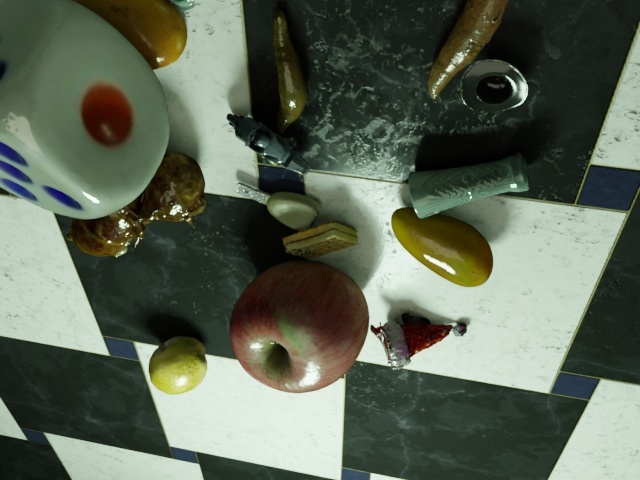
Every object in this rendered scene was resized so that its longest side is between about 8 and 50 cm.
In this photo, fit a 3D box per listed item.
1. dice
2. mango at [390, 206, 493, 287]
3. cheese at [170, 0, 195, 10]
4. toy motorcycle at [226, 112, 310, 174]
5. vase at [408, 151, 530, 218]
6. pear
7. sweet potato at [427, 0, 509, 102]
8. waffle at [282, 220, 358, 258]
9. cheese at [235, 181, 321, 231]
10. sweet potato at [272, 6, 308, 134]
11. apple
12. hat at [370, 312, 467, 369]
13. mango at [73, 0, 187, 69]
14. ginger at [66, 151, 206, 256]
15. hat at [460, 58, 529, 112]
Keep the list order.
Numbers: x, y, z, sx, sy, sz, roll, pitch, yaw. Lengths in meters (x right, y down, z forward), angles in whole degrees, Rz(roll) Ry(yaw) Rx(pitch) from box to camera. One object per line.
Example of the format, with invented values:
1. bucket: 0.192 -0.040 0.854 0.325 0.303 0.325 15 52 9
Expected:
1. dice: -0.471 -0.227 1.152 0.305 0.276 0.304 9 156 32
2. mango: 0.260 0.006 1.385 0.253 0.113 0.138 33 147 -9
3. cheese: -0.256 -0.456 1.138 0.067 0.026 0.120 -8 131 24
4. toy motorcycle: -0.104 -0.191 1.296 0.193 0.124 0.061 34 96 -12
5. vase: 0.289 -0.111 1.277 0.220 0.096 0.096 -12 129 23
6. pear: -0.408 0.357 1.900 0.178 0.178 0.178 9 136 8
7. sweet potato: 0.252 -0.344 1.068 0.066 0.072 0.314 6 138 -21
8. waffle: 0.000 0.000 1.473 0.148 0.042 0.102 -18 159 32
9. cheese: -0.097 -0.083 1.455 0.192 0.037 0.097 22 135 -7
10. sweet potato: -0.056 -0.302 1.209 0.069 0.059 0.249 37 146 35
11. apple: -0.043 0.195 1.571 0.345 0.269 0.344 16 128 22
12. hat: 0.252 0.235 1.641 0.228 0.129 0.140 -16 106 8
13. mango: -0.347 -0.392 1.176 0.217 0.102 0.141 35 129 -20
14. ginger: -0.404 -0.078 1.455 0.254 0.176 0.418 40 124 -11
15. hat: 0.298 -0.273 1.138 0.121 0.050 0.121 5 138 5
